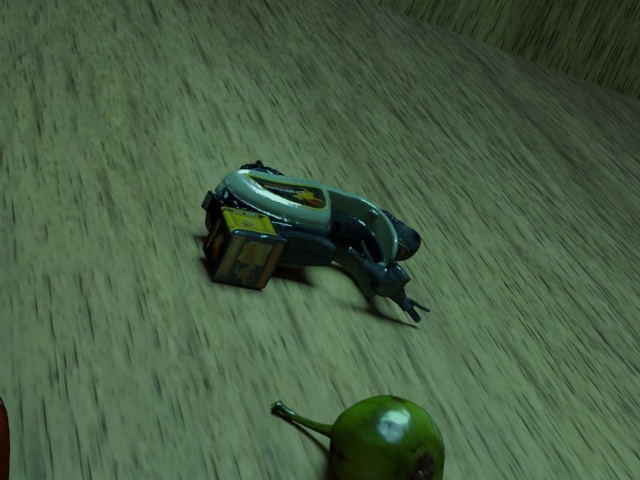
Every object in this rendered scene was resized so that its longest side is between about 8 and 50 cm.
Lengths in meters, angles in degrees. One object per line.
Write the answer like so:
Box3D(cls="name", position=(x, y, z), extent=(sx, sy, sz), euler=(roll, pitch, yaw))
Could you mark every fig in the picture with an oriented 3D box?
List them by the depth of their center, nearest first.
Box3D(cls="fig", position=(0.034, 0.145, 1.133), extent=(0.093, 0.093, 0.166), euler=(10, 23, -35))

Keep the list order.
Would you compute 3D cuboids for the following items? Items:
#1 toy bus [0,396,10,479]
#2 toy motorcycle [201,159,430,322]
Box3D(cls="toy bus", position=(-0.227, 0.110, 0.751), extent=(0.119, 0.121, 0.265), euler=(5, 0, -17))
Box3D(cls="toy motorcycle", position=(0.000, 0.000, 1.480), extent=(0.263, 0.091, 0.157), euler=(11, 31, -28))
